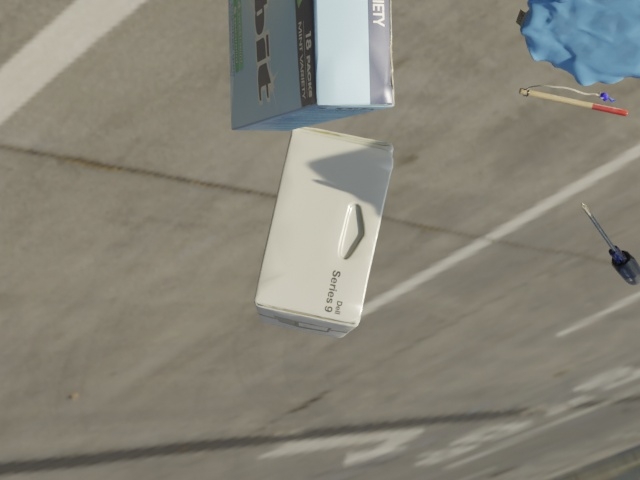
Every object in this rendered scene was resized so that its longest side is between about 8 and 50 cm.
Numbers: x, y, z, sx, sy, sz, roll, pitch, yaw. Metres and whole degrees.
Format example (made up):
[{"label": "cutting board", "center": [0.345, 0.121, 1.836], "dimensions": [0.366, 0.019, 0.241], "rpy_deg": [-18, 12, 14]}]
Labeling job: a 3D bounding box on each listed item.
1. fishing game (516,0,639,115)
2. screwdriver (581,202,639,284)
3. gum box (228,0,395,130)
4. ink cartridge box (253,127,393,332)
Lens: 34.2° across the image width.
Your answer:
[{"label": "fishing game", "center": [0.319, -0.247, 1.175], "dimensions": [0.189, 0.041, 0.264], "rpy_deg": [11, 145, 1]}, {"label": "screwdriver", "center": [0.282, 0.002, 1.024], "dimensions": [0.025, 0.024, 0.170], "rpy_deg": [16, 164, 45]}, {"label": "gum box", "center": [-0.012, -0.141, 0.549], "dimensions": [0.041, 0.156, 0.184], "rpy_deg": [-2, -177, -17]}, {"label": "ink cartridge box", "center": [0.000, 0.000, 1.255], "dimensions": [0.122, 0.211, 0.289], "rpy_deg": [12, 171, -1]}]
